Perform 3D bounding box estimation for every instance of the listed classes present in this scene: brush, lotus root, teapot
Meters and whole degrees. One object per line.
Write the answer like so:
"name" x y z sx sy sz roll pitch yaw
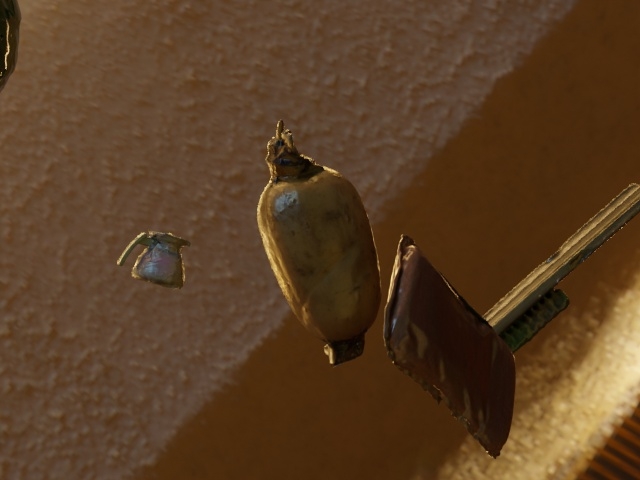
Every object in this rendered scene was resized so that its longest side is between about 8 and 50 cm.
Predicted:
"brush" 0.258 0.036 1.428 0.282 0.054 0.048 -41 -75 -15
"lotus root" 0.000 0.000 0.803 0.072 0.063 0.151 -45 -62 -67
"teapot" -0.196 0.020 1.619 0.083 0.064 0.064 16 -95 -18

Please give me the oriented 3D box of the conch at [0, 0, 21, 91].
"conch" -0.191 -0.091 0.432 0.196 0.134 0.202 22 -124 -9

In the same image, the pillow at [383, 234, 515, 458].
"pillow" 0.121 0.101 1.249 0.211 0.034 0.135 48 -143 -33
